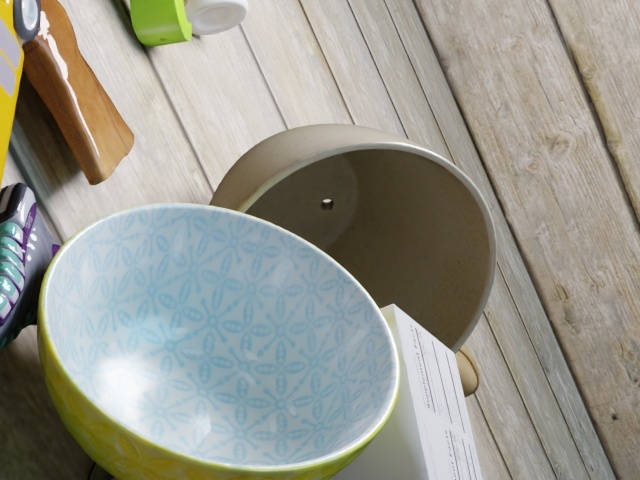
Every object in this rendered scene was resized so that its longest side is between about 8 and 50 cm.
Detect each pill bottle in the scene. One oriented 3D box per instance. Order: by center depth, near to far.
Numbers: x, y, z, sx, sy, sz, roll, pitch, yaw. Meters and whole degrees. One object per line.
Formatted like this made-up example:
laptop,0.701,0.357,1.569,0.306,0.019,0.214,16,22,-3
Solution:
pill bottle,-0.160,-0.371,1.298,0.094,0.094,0.169,14,57,-64

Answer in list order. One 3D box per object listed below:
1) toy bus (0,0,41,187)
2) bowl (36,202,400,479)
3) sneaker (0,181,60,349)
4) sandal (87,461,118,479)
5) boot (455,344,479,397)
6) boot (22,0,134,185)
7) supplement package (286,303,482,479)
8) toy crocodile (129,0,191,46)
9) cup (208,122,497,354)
toy bus,-0.266,-0.067,0.607,0.130,0.108,0.332,81,14,-74
bowl,-0.097,0.117,0.795,0.289,0.156,0.289,16,36,-12
sneaker,-0.239,0.054,0.738,0.223,0.083,0.098,-86,152,-49
sandal,-0.166,0.222,0.793,0.072,0.049,0.180,64,22,-12
boot,0.169,0.243,1.540,0.236,0.089,0.269,48,27,-20
boot,-0.270,-0.174,0.862,0.264,0.096,0.280,-107,174,-75
supplement package,0.001,0.212,0.911,0.145,0.262,0.204,40,34,-52
toy crocodile,-0.226,-0.396,1.142,0.105,0.115,0.340,-33,103,-74
cup,0.000,0.000,1.108,0.331,0.331,0.237,54,1,-33
